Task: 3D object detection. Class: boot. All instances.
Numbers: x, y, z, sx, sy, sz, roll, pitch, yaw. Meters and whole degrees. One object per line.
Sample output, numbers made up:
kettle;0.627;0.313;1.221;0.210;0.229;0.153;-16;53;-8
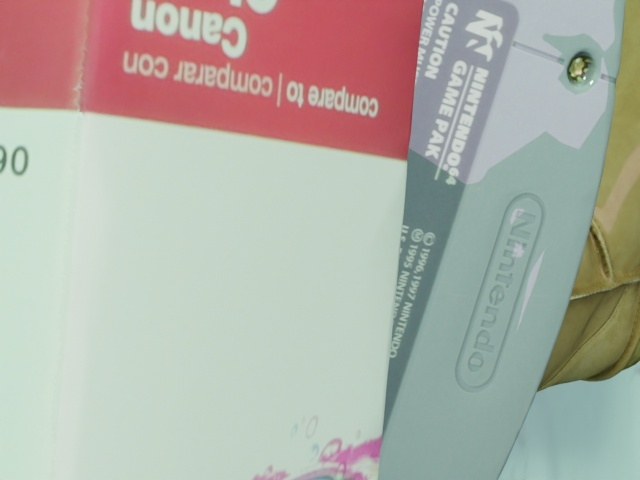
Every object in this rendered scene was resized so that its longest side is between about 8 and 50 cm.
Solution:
boot;0.075;-0.014;0.838;0.269;0.089;0.236;-14;111;-51

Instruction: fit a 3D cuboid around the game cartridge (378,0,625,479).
game cartridge;0.000;0.000;0.680;0.198;0.062;0.297;16;93;-34

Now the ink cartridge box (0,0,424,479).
ink cartridge box;-0.106;0.052;0.493;0.131;0.226;0.306;9;86;-54
